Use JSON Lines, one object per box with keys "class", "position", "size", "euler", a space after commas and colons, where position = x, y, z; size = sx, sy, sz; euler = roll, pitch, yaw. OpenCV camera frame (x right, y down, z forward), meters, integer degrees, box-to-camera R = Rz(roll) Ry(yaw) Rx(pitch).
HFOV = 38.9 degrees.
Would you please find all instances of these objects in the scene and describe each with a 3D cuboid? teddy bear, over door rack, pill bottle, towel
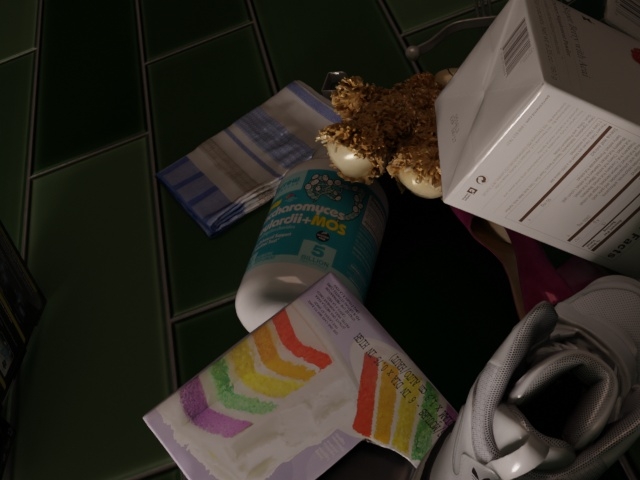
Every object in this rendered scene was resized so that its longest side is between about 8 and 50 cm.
{"class": "teddy bear", "position": [0.128, -0.140, 1.104], "size": [0.245, 0.113, 0.338], "euler": [24, 28, 34]}
{"class": "over door rack", "position": [0.107, -0.289, 1.286], "size": [0.324, 0.239, 0.108], "euler": [8, 46, 29]}
{"class": "pill bottle", "position": [0.000, 0.000, 1.109], "size": [0.146, 0.146, 0.264], "euler": [-2, 47, 22]}
{"class": "towel", "position": [-0.094, -0.134, 1.367], "size": [0.285, 0.034, 0.209], "euler": [-35, 43, -12]}

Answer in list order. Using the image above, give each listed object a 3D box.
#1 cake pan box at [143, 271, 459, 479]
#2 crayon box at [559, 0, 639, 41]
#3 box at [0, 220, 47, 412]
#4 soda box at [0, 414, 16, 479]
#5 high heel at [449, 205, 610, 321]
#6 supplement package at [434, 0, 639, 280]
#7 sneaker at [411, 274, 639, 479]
{"class": "cake pan box", "position": [0.001, 0.204, 0.890], "size": [0.246, 0.070, 0.267], "euler": [-36, 74, -12]}
{"class": "crayon box", "position": [0.430, -0.251, 1.086], "size": [0.083, 0.323, 0.203], "euler": [-28, 44, 55]}
{"class": "box", "position": [-0.481, 0.013, 1.077], "size": [0.097, 0.394, 0.318], "euler": [-16, 29, 8]}
{"class": "soda box", "position": [-0.418, 0.286, 1.074], "size": [0.060, 0.053, 0.168], "euler": [-12, 44, 13]}
{"class": "high heel", "position": [0.207, 0.022, 1.052], "size": [0.117, 0.082, 0.244], "euler": [-35, 54, -17]}
{"class": "supplement package", "position": [0.292, -0.102, 0.953], "size": [0.293, 0.175, 0.177], "euler": [20, 43, -18]}
{"class": "sneaker", "position": [0.232, 0.121, 0.799], "size": [0.137, 0.210, 0.366], "euler": [41, 57, 15]}
